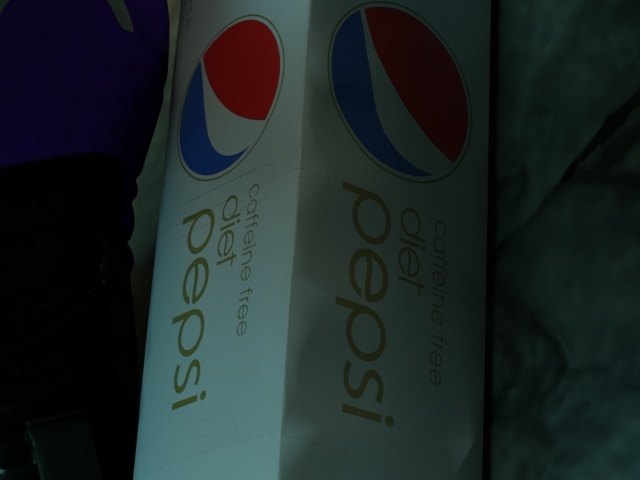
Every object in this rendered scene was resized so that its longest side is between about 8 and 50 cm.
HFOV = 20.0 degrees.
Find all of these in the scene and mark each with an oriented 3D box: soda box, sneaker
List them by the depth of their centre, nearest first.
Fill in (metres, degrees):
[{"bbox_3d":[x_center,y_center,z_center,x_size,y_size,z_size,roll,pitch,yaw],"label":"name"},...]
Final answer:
[{"bbox_3d":[0.000,0.000,0.518,0.069,0.074,0.216,-24,54,45],"label":"soda box"},{"bbox_3d":[-0.092,0.026,0.567,0.146,0.102,0.293,64,149,35],"label":"sneaker"}]
